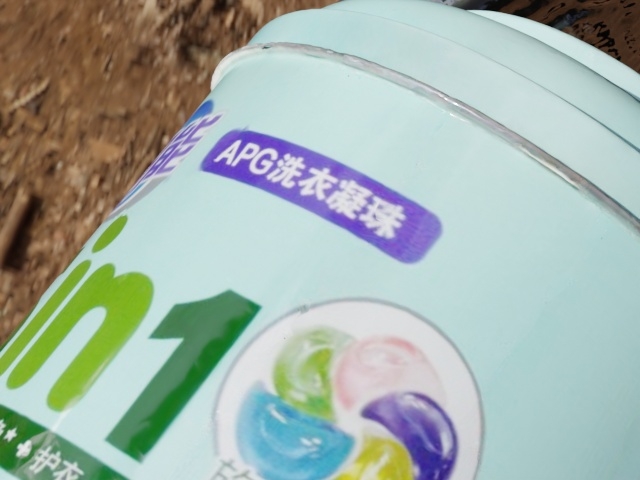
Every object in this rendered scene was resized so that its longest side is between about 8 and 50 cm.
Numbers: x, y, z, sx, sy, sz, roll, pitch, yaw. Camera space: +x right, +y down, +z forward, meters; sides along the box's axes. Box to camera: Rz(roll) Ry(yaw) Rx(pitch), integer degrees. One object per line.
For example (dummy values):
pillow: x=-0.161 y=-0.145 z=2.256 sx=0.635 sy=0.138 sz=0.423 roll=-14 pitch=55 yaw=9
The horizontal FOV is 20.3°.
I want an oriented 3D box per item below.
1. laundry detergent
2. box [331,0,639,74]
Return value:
laundry detergent: x=0.023 y=0.080 z=0.696 sx=0.287 sy=0.287 sz=0.305 roll=42 pitch=72 yaw=-15
box: x=0.161 y=-0.152 z=1.492 sx=0.350 sy=0.091 sz=0.359 roll=-31 pitch=153 yaw=9
